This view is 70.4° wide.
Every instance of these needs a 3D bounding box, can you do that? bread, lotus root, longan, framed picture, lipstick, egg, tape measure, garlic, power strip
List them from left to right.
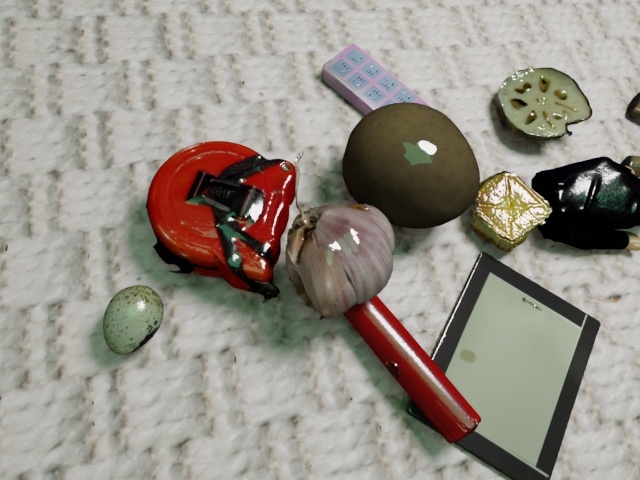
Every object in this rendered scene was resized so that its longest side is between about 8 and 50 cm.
[{"bbox_3d":[-0.293,0.124,0.709,0.085,0.085,0.110,14,70,-3],"label":"egg"},{"bbox_3d":[-0.167,-0.046,0.782,0.261,0.114,0.253,15,66,-3],"label":"tape measure"},{"bbox_3d":[0.000,0.000,0.751,0.207,0.207,0.256,-30,76,-19],"label":"garlic"},{"bbox_3d":[0.127,-0.313,0.978,0.279,0.037,0.109,43,68,9],"label":"power strip"},{"bbox_3d":[0.143,0.199,0.746,0.073,0.073,0.279,-34,71,-20],"label":"lipstick"},{"bbox_3d":[0.165,-0.134,0.817,0.249,0.248,0.248,3,68,-8],"label":"longan"},{"bbox_3d":[0.355,-0.057,0.880,0.128,0.069,0.140,-41,70,-8],"label":"bread"},{"bbox_3d":[0.337,0.220,0.810,0.265,0.016,0.346,31,68,4],"label":"framed picture"},{"bbox_3d":[0.485,-0.288,1.007,0.184,0.078,0.203,-5,61,3],"label":"lotus root"}]

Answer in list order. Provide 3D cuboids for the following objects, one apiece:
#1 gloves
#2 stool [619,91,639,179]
[{"bbox_3d":[0.571,-0.068,0.905,0.301,0.152,0.197,-8,95,-26],"label":"gloves"},{"bbox_3d":[0.807,-0.250,0.922,0.226,0.310,0.310,25,66,6],"label":"stool"}]
